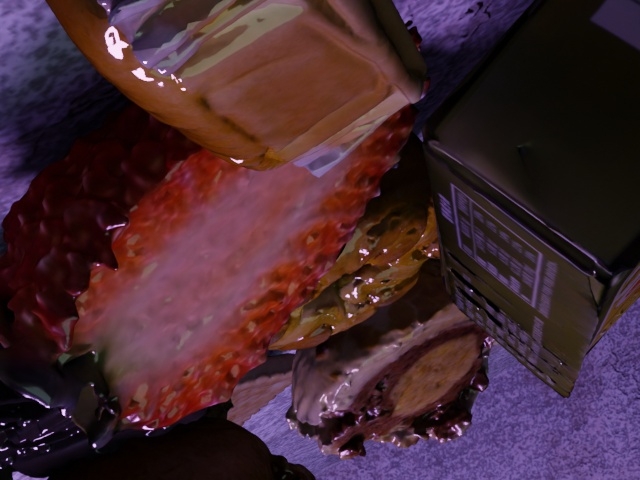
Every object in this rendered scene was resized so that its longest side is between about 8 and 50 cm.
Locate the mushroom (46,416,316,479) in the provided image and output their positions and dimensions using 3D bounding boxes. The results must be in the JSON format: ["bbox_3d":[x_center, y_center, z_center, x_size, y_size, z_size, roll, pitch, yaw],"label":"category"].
[{"bbox_3d":[-0.134,0.254,1.058,0.283,0.195,0.263,-2,142,-41],"label":"mushroom"}]

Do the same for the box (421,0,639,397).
[{"bbox_3d":[0.240,-0.101,0.785,0.373,0.138,0.420,-49,165,-6],"label":"box"}]

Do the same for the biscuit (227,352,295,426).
[{"bbox_3d":[-0.177,0.230,1.442,0.217,0.044,0.325,-12,156,-42],"label":"biscuit"}]

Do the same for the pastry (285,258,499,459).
[{"bbox_3d":[0.079,0.104,1.301,0.256,0.170,0.236,-5,131,-35],"label":"pastry"}]

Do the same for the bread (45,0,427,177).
[{"bbox_3d":[-0.040,-0.111,0.497,0.107,0.136,0.241,-31,165,7],"label":"bread"}]

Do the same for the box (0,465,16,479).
[{"bbox_3d":[-0.414,0.303,1.040,0.253,0.177,0.329,-40,160,28],"label":"box"}]

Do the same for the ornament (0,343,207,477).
[{"bbox_3d":[-0.244,0.117,0.863,0.251,0.106,0.260,-26,164,30],"label":"ornament"}]

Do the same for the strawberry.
[{"bbox_3d":[-0.072,-0.024,0.735,0.306,0.138,0.233,-46,152,-7],"label":"strawberry"}]

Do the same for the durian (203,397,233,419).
[{"bbox_3d":[-0.143,0.157,1.159,0.187,0.108,0.119,-39,166,36],"label":"durian"}]

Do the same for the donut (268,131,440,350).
[{"bbox_3d":[0.000,-0.001,0.927,0.227,0.114,0.226,-26,164,-8],"label":"donut"}]
